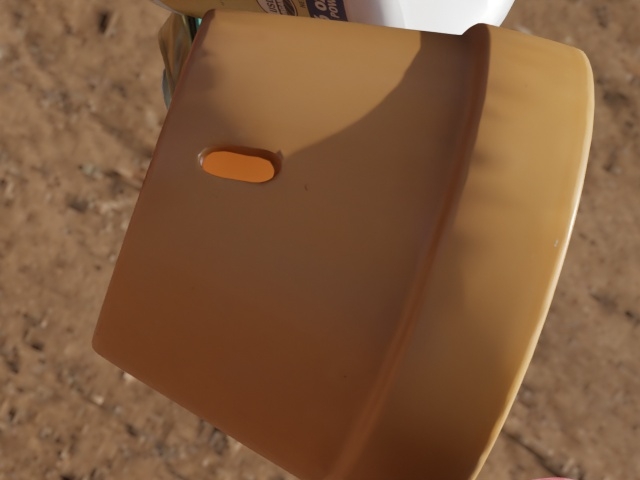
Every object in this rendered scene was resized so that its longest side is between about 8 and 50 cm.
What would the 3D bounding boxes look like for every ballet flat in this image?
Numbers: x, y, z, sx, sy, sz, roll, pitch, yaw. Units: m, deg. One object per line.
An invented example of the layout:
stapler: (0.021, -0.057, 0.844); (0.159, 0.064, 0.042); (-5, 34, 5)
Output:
ballet flat: (-0.090, -0.095, 1.275); (0.080, 0.073, 0.232); (20, 49, -39)

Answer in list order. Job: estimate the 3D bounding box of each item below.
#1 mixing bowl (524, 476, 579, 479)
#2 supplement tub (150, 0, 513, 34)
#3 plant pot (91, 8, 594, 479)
mixing bowl: (0.056, 0.188, 0.695); (0.181, 0.181, 0.098); (1, 55, -42)
supplement tub: (-0.022, -0.261, 1.154); (0.316, 0.228, 0.228); (19, 20, 31)
plant pot: (0.000, 0.000, 0.873); (0.203, 0.291, 0.291); (18, 29, -6)
